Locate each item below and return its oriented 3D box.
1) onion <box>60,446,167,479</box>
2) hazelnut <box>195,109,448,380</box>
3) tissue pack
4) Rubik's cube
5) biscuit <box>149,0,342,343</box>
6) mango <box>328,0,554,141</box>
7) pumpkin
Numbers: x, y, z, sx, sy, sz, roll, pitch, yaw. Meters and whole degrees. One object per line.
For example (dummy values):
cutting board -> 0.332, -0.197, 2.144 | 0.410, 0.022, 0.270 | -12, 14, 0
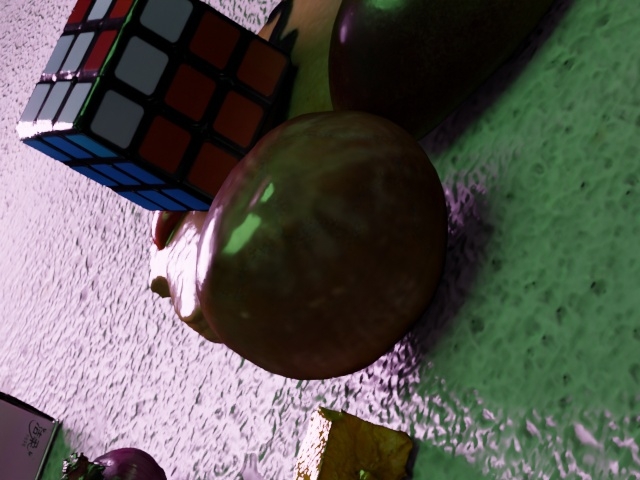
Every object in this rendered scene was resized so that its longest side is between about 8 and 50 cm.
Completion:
onion -> -0.189, 0.228, 1.613 | 0.115, 0.104, 0.115 | -35, 19, 14
hazelnut -> 0.000, 0.000, 1.363 | 0.176, 0.214, 0.214 | 23, 85, 22
tissue pack -> -0.379, 0.284, 1.937 | 0.148, 0.092, 0.246 | -12, 55, 58
Rubik's cube -> -0.150, -0.127, 1.647 | 0.162, 0.160, 0.163 | 7, 71, 61
biscuit -> -0.043, -0.116, 1.703 | 0.394, 0.076, 0.368 | -45, 29, 33
mango -> 0.094, -0.184, 1.435 | 0.133, 0.111, 0.267 | 49, 113, 16
pumpkin -> 0.020, 0.163, 1.306 | 0.054, 0.074, 0.083 | -27, 43, 60
